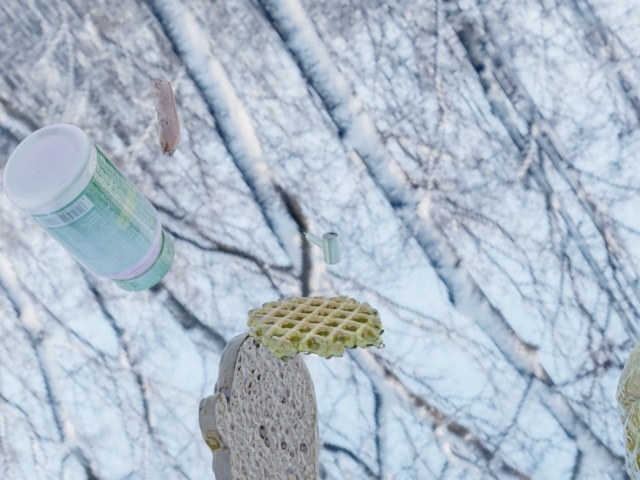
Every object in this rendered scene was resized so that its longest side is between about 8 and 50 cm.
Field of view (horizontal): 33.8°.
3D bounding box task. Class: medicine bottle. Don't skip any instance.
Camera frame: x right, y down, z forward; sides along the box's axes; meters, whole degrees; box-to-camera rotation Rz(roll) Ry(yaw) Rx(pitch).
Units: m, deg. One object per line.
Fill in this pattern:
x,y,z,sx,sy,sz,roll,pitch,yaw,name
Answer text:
-0.308,-0.034,1.456,0.133,0.274,0.133,-11,-124,17,medicine bottle

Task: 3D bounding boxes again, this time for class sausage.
-0.235,-0.191,1.604,0.036,0.042,0.158,-10,-130,-6,sausage

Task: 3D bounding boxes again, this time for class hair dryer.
0.000,0.000,2.218,0.038,0.063,0.124,-21,-148,-26,hair dryer

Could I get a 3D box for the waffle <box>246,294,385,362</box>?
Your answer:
-0.011,0.156,1.961,0.254,0.052,0.245,-7,-160,-14,waffle

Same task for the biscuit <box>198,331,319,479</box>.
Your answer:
-0.121,0.366,2.012,0.070,0.350,0.394,-13,-120,32,biscuit

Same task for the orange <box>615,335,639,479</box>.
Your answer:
0.462,0.244,1.145,0.210,0.271,0.368,-47,-140,-6,orange
